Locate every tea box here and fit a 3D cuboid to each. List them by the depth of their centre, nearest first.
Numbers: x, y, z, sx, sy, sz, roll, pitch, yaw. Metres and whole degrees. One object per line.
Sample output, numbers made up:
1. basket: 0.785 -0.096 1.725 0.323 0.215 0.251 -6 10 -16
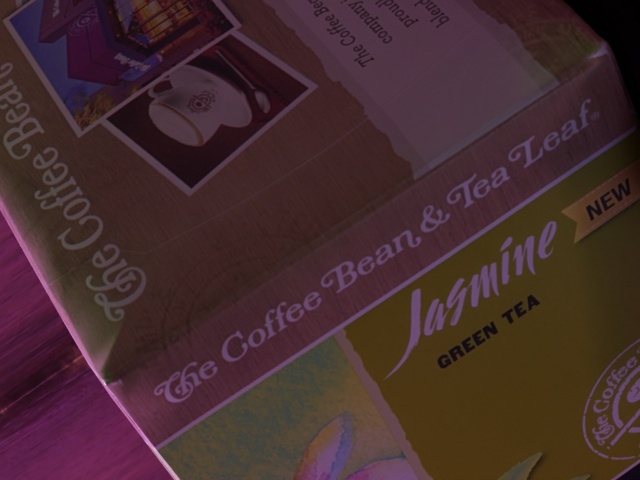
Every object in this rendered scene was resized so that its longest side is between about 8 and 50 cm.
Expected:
1. tea box: 0.000 0.000 0.831 0.329 0.220 0.323 52 175 45

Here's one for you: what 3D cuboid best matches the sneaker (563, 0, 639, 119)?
1. sneaker: 0.173 -0.069 0.717 0.295 0.104 0.147 52 177 -39
